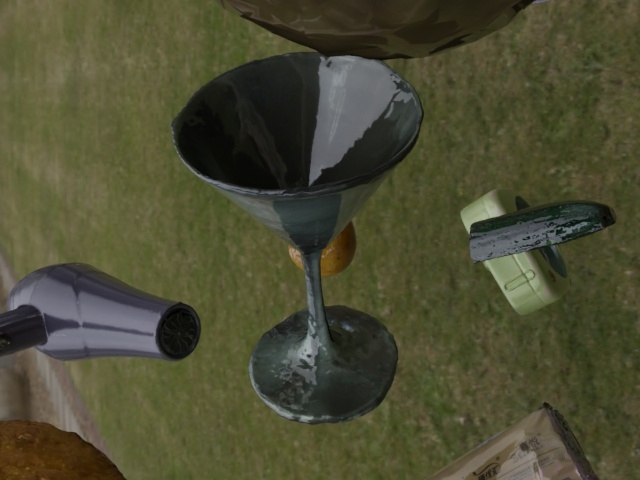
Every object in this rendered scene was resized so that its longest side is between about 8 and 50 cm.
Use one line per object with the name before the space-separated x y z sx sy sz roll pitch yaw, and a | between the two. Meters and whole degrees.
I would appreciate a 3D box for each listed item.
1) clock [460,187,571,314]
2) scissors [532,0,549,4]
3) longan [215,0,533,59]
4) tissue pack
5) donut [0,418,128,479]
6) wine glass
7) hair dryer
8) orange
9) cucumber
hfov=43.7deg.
clock | 0.399 0.015 1.573 0.096 0.308 0.235 -35 79 25
scissors | 0.154 -0.276 0.878 0.118 0.242 0.030 62 -165 -6
longan | 0.027 -0.310 0.521 0.391 0.391 0.390 178 90 -64
tissue pack | 0.260 0.377 1.078 0.257 0.123 0.215 -37 50 14
donut | -0.283 0.235 0.574 0.303 0.303 0.110 43 120 56
wine glass | -0.013 0.018 0.946 0.267 0.267 0.405 -122 21 -46
hair dryer | -0.339 0.120 0.846 0.301 0.361 0.121 4 108 42
orange | 0.000 0.000 1.652 0.159 0.136 0.158 175 90 -69
cucumber | 0.347 -0.024 1.266 0.244 0.115 0.063 -15 97 39
